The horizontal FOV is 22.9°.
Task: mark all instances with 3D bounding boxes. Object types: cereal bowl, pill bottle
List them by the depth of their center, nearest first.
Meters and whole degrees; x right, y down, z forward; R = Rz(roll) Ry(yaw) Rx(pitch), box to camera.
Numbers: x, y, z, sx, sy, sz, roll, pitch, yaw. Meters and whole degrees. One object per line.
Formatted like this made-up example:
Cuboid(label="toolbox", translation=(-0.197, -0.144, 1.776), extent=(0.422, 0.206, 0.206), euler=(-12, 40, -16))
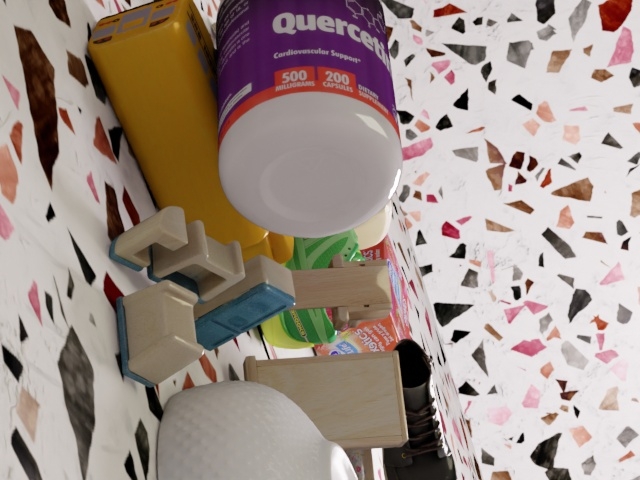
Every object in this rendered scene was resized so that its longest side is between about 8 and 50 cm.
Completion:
Cuboid(label="cereal bowl", translation=(-0.030, 0.291, 1.525), extent=(0.339, 0.141, 0.339), euler=(-16, 90, -81))
Cuboid(label="pill bottle", translation=(-0.017, -0.171, 1.628), extent=(0.181, 0.181, 0.323), euler=(63, 16, -46))

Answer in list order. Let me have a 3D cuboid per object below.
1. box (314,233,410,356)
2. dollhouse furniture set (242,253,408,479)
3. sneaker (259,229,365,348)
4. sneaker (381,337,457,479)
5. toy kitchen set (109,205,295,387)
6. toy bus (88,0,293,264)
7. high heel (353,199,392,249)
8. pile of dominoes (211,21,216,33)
Cuboid(label="box", translation=(0.056, 0.094, 2.374), extent=(0.257, 0.128, 0.122), euler=(-86, 157, -63))
Cuboid(label="dollhouse furniture set", translation=(-0.017, 0.210, 1.912), extent=(0.355, 0.174, 0.303), euler=(116, -30, -72))
Cuboid(label="sneaker", translation=(0.000, 0.000, 2.015), extent=(0.109, 0.123, 0.295), euler=(93, 7, -74))
Cuboid(label="sneaker", translation=(0.112, 0.232, 1.869), extent=(0.118, 0.083, 0.222), euler=(93, -19, -65))
Cuboid(label="toy kitchen set", translation=(-0.125, 0.087, 1.520), extent=(0.207, 0.122, 0.166), euler=(31, 39, -46))
Cuboid(label="toy bus", translation=(-0.132, -0.096, 1.705), extent=(0.130, 0.108, 0.333), euler=(-88, 159, -61))
Cuboid(label="high heel", translation=(0.019, -0.067, 2.265), extent=(0.261, 0.093, 0.186), euler=(-41, -129, 52))
Cuboid(label="pile of dominoes", translation=(-0.088, -0.207, 2.200), extent=(0.196, 0.040, 0.251), euler=(47, 4, -20))
